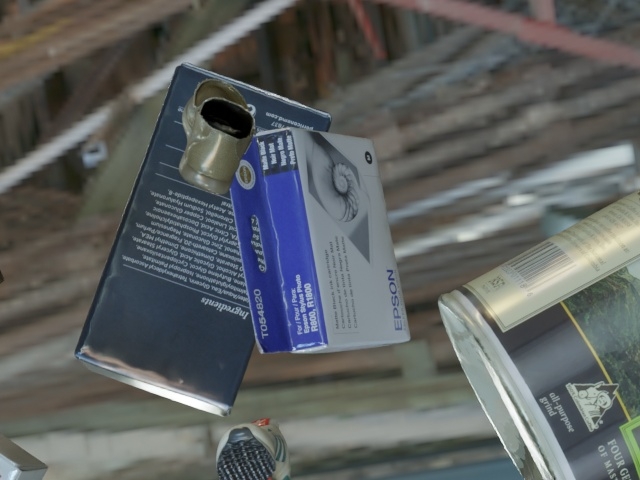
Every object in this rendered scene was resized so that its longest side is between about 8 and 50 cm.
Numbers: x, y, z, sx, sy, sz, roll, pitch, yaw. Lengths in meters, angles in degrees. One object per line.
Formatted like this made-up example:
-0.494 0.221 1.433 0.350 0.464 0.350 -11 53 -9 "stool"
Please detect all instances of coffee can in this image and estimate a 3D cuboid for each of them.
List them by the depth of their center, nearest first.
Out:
0.251 0.063 1.283 0.202 0.275 0.201 61 176 6 "coffee can"

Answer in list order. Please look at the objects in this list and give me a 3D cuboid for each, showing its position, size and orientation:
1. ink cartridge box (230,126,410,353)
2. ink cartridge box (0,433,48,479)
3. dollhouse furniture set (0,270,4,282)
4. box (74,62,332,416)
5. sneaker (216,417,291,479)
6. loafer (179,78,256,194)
0.000 0.000 1.778 0.224 0.045 0.223 0 -103 -56 "ink cartridge box"
-0.374 0.269 1.793 0.175 0.127 0.072 -60 -17 4 "ink cartridge box"
-0.451 0.027 1.640 0.242 0.212 0.161 -53 -59 -73 "dollhouse furniture set"
-0.152 0.010 2.329 0.293 0.212 0.396 120 169 -81 "box"
-0.064 0.196 1.682 0.161 0.057 0.075 67 -166 -57 "sneaker"
-0.073 -0.087 1.351 0.050 0.056 0.148 -57 18 26 "loafer"
